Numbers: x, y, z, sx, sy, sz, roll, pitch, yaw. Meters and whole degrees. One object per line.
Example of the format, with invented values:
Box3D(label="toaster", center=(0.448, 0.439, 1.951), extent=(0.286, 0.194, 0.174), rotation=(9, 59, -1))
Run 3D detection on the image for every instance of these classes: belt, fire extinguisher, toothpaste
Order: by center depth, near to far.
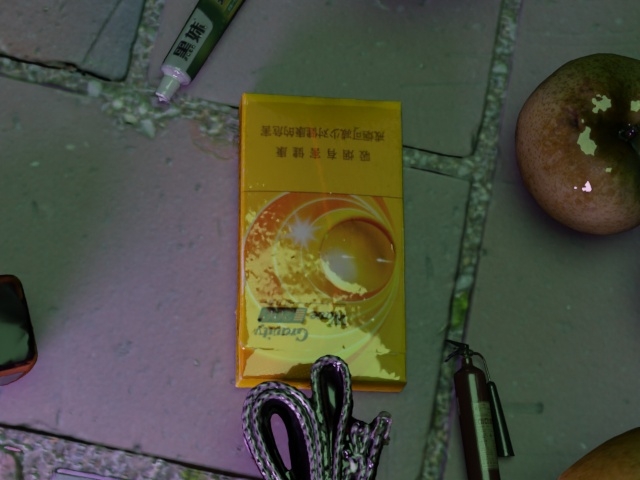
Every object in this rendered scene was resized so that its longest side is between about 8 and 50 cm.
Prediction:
Box3D(label="belt", center=(0.009, 0.277, 1.543), extent=(0.126, 0.094, 0.360), rotation=(-6, 78, 1))
Box3D(label="fire extinguisher", center=(0.145, 0.167, 1.647), extent=(0.049, 0.035, 0.173), rotation=(-6, 76, -6))
Box3D(label="toothpaste", center=(-0.099, -0.212, 1.736), extent=(0.049, 0.031, 0.204), rotation=(29, 68, 2))

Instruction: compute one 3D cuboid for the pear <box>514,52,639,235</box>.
Box3D(label="pear", center=(0.259, -0.089, 1.688), extent=(0.167, 0.136, 0.167), rotation=(2, 77, -9))

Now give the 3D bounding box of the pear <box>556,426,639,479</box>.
Box3D(label="pear", center=(0.306, 0.288, 1.488), extent=(0.314, 0.314, 0.314), rotation=(2, 72, -7))

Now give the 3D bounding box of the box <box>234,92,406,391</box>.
Box3D(label="box", center=(0.000, 0.000, 1.675), extent=(0.152, 0.043, 0.269), rotation=(1, 71, -7))

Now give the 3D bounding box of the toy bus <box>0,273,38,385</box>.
Box3D(label="toy bus", center=(-0.443, 0.114, 1.553), extent=(0.408, 0.092, 0.093), rotation=(-12, 77, -11))
